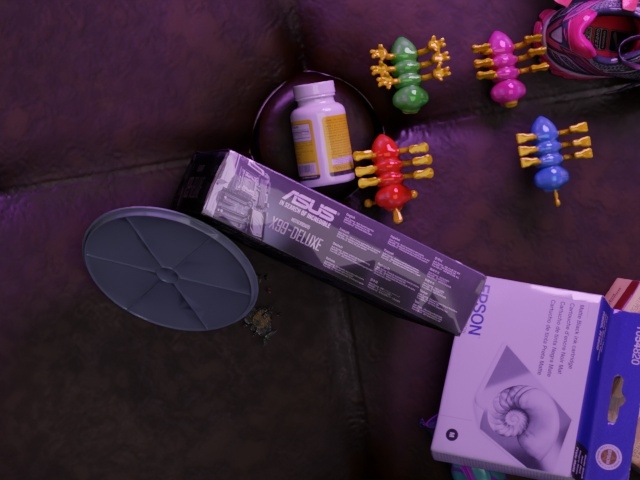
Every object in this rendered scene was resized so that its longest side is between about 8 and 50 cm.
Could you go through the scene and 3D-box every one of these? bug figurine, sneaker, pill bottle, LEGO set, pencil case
[{"bbox_3d":[0.167,-0.136,1.789,0.279,0.072,0.216,-6,89,-7],"label":"bug figurine"},{"bbox_3d":[0.406,-0.228,1.815,0.299,0.112,0.121,-3,94,-13],"label":"sneaker"},{"bbox_3d":[0.000,-0.122,1.757,0.065,0.065,0.116,-10,96,-12],"label":"pill bottle"},{"bbox_3d":[-0.071,0.080,1.780,0.054,0.023,0.083,13,78,-15],"label":"LEGO set"},{"bbox_3d":[0.179,0.265,1.817,0.064,0.070,0.152,-23,99,25],"label":"pencil case"}]

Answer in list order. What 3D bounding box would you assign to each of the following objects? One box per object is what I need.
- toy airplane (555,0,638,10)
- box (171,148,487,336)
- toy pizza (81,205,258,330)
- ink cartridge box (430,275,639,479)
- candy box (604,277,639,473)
[{"bbox_3d":[0.319,-0.317,1.758,0.151,0.028,0.151,1,71,-4],"label":"toy airplane"},{"bbox_3d":[0.000,0.000,1.674,0.307,0.242,0.076,26,86,-12],"label":"box"},{"bbox_3d":[-0.163,0.027,1.688,0.201,0.201,0.032,28,49,-13],"label":"toy pizza"},{"bbox_3d":[0.255,0.161,1.756,0.224,0.045,0.223,9,70,11],"label":"ink cartridge box"},{"bbox_3d":[0.442,0.209,1.857,0.316,0.087,0.183,36,86,-9],"label":"candy box"}]
